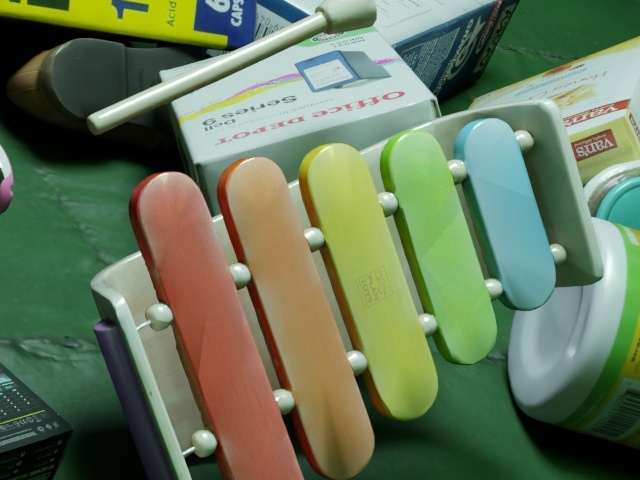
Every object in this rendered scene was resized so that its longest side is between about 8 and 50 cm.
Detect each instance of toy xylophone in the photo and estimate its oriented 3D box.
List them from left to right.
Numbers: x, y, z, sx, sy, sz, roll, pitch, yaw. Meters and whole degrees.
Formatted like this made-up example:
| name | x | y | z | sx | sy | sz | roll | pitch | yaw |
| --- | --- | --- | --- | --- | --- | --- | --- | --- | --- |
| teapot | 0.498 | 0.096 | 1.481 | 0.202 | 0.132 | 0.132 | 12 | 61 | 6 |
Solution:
| name | x | y | z | sx | sy | sz | roll | pitch | yaw |
| --- | --- | --- | --- | --- | --- | --- | --- | --- | --- |
| toy xylophone | 0.000 | 0.000 | 1.002 | 0.323 | 0.236 | 0.081 | -35 | 19 | -27 |

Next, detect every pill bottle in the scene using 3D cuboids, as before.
| name | x | y | z | sx | sy | sz | roll | pitch | yaw |
| --- | --- | --- | --- | --- | --- | --- | --- | --- | --- |
| pill bottle | 0.260 | 0.082 | 1.209 | 0.246 | 0.136 | 0.136 | 17 | 27 | -15 |

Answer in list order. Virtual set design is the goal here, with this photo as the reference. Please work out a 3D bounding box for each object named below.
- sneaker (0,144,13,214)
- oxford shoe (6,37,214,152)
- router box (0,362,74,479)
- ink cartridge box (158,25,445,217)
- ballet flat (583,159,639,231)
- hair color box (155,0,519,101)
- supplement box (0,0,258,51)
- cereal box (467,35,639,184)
| name | x | y | z | sx | sy | sz | roll | pitch | yaw |
| --- | --- | --- | --- | --- | --- | --- | --- | --- | --- |
| sneaker | -0.263 | -0.055 | 1.101 | 0.170 | 0.063 | 0.075 | 29 | 25 | 20 |
| oxford shoe | -0.128 | -0.100 | 1.303 | 0.076 | 0.076 | 0.212 | -7 | -14 | 43 |
| router box | -0.197 | 0.092 | 0.902 | 0.092 | 0.038 | 0.122 | 39 | 28 | 26 |
| ink cartridge box | -0.012 | -0.063 | 1.187 | 0.154 | 0.093 | 0.212 | -16 | 24 | -4 |
| ballet flat | 0.339 | 0.040 | 1.399 | 0.400 | 0.139 | 0.139 | 19 | 26 | -21 |
| hair color box | 0.026 | -0.186 | 1.550 | 0.174 | 0.105 | 0.347 | 32 | 27 | 15 |
| supplement box | -0.230 | -0.252 | 1.283 | 0.356 | 0.194 | 0.195 | 4 | 5 | -35 |
| cereal box | 0.181 | -0.088 | 1.445 | 0.047 | 0.173 | 0.240 | 65 | 22 | -13 |
